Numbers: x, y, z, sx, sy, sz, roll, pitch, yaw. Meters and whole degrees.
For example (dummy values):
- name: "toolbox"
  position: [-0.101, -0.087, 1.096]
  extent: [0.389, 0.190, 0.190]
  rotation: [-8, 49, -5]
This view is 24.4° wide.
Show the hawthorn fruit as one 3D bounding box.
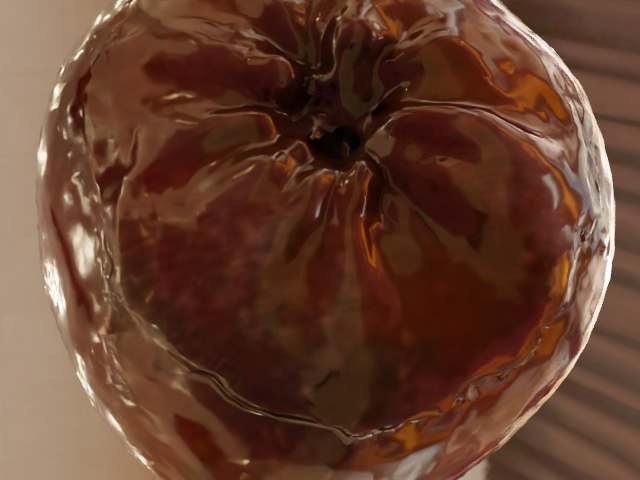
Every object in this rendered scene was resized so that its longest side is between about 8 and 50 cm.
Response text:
- name: "hawthorn fruit"
  position: [0.000, 0.000, 0.431]
  extent: [0.173, 0.173, 0.173]
  rotation: [-7, -75, -29]
